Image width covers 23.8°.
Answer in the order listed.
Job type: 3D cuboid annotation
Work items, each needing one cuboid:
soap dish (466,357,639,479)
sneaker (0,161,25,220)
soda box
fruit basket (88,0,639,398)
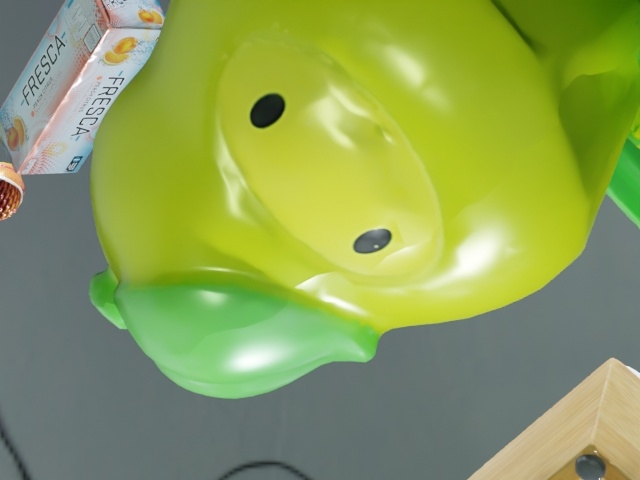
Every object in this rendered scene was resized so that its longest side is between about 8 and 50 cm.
[{"bbox_3d":[0.234,0.267,1.294,0.229,0.291,0.118,42,35,-1],"label":"soap dish"},{"bbox_3d":[-0.358,-0.050,1.376,0.175,0.067,0.064,8,110,-15],"label":"sneaker"},{"bbox_3d":[-0.191,-0.129,1.202,0.063,0.183,0.058,-5,58,-42],"label":"soda box"},{"bbox_3d":[0.080,-0.106,0.515,0.392,0.283,0.392,6,76,-27],"label":"fruit basket"}]
